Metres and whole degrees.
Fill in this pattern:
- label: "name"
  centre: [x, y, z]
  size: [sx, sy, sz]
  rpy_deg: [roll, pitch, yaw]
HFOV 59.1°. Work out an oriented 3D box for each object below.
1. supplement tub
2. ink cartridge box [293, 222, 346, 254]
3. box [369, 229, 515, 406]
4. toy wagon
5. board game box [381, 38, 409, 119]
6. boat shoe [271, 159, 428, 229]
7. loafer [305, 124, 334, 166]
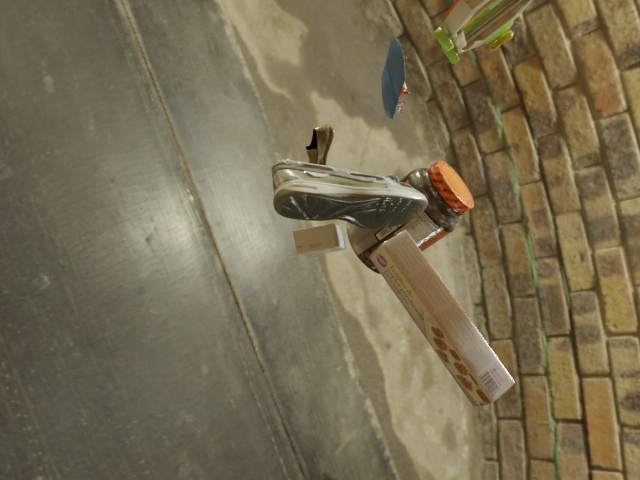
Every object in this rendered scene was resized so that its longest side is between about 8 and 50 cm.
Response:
- label: "supplement tub"
  centre: [0.256, -0.067, 1.627]
  size: [0.207, 0.338, 0.207]
  rpy_deg: [37, 31, -27]
- label: "ink cartridge box"
  centre: [0.000, 0.000, 1.182]
  size: [0.122, 0.088, 0.052]
  rpy_deg: [16, 63, -80]
- label: "box"
  centre: [0.209, 0.135, 0.990]
  size: [0.067, 0.063, 0.324]
  rpy_deg: [-30, 79, -26]
- label: "toy wagon"
  centre: [0.402, -0.529, 1.323]
  size: [0.068, 0.267, 0.344]
  rpy_deg: [57, 18, 8]
- label: "board game box"
  centre: [0.172, -0.354, 1.238]
  size: [0.033, 0.169, 0.133]
  rpy_deg: [-2, 56, -10]
- label: "boat shoe"
  centre: [0.061, -0.095, 1.094]
  size: [0.320, 0.118, 0.103]
  rpy_deg: [2, 59, -19]
- label: "loafer"
  centre: [-0.012, -0.200, 1.316]
  size: [0.050, 0.056, 0.148]
  rpy_deg: [8, 106, -27]
